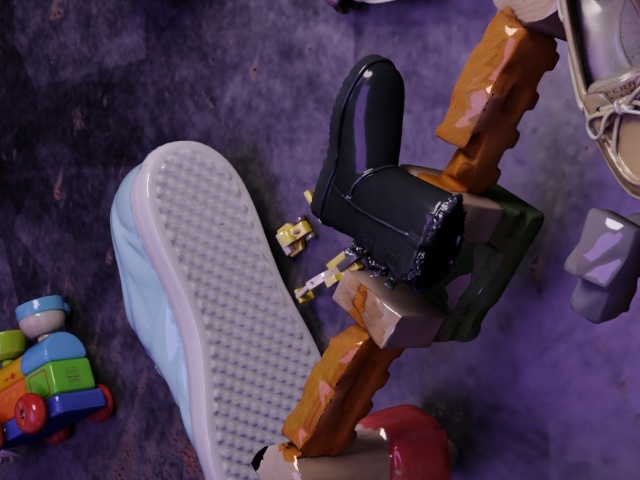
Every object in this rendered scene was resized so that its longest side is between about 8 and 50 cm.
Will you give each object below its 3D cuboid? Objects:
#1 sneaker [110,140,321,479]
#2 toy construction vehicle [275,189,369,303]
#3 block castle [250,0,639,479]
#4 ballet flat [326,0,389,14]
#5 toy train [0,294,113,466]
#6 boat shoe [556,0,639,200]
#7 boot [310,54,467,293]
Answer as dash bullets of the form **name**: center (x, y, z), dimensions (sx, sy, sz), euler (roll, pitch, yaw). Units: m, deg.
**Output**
- **sneaker**: center (-0.096, 0.097, 0.882), dimensions (0.150, 0.135, 0.365), euler (-16, 88, 57)
- **toy construction vehicle**: center (0.000, 0.000, 0.831), dimensions (0.098, 0.035, 0.086), euler (-34, 79, 36)
- **block castle**: center (0.181, 0.070, 0.610), dimensions (0.303, 0.213, 0.453), euler (40, 114, 37)
- **ballet flat**: center (0.061, -0.220, 0.698), dimensions (0.079, 0.077, 0.221), euler (55, 153, -10)
- **toy train**: center (-0.348, 0.167, 1.085), dimensions (0.248, 0.105, 0.143), euler (-29, 71, 37)
- **boat shoe**: center (0.145, -0.093, 0.473), dimensions (0.056, 0.048, 0.153), euler (-17, 76, 41)
- **boot**: center (0.045, -0.037, 0.567), dimensions (0.099, 0.045, 0.121), euler (38, 120, 40)
